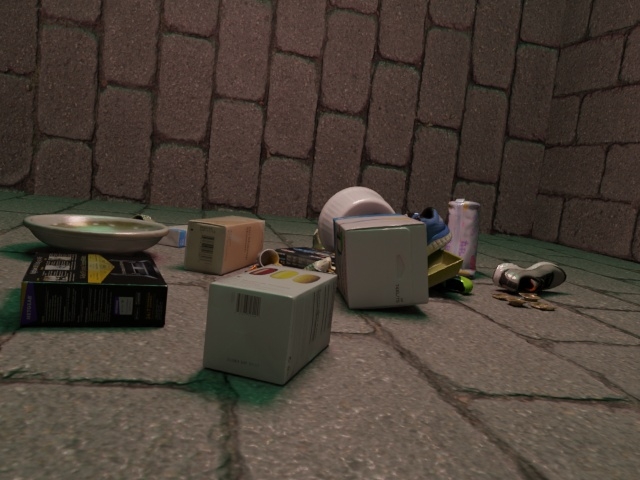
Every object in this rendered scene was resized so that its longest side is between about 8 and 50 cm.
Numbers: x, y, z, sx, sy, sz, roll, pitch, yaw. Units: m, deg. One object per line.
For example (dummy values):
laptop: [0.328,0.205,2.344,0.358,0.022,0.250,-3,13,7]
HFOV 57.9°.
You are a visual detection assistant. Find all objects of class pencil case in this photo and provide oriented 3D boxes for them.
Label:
pencil case: [0.490,-0.005,2.023,0.124,0.273,0.113,9,-4,-42]

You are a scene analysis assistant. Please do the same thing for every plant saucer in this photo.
plant saucer: [0.311,0.096,1.687,0.188,0.045,0.188,-24,9,-2]
plant saucer: [-0.654,-0.006,1.701,0.400,0.100,0.400,7,6,-1]

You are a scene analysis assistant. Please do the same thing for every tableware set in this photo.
tableware set: [0.582,0.171,1.660,0.141,0.020,0.168,6,6,-6]

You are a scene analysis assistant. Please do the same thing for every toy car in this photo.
toy car: [-0.201,0.108,1.503,0.040,0.060,0.122,50,37,6]

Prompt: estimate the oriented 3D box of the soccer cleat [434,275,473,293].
soccer cleat: [0.371,0.120,1.745,0.179,0.060,0.072,14,12,35]

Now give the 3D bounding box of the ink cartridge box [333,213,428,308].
ink cartridge box: [0.146,0.044,1.478,0.197,0.198,0.270,-4,7,-5]

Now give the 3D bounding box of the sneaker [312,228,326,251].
sneaker: [0.000,0.000,2.293,0.064,0.086,0.192,5,7,-8]

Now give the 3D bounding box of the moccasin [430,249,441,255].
moccasin: [0.336,0.063,1.985,0.138,0.116,0.342,-6,11,5]

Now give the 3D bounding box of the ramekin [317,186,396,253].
ramekin: [0.141,-0.039,2.017,0.277,0.277,0.135,4,15,-18]

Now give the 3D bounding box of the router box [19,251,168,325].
router box: [-0.446,0.090,1.148,0.243,0.081,0.309,4,7,-22]

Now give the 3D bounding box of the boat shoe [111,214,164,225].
boat shoe: [-0.639,-0.045,2.064,0.109,0.094,0.302,8,7,15]

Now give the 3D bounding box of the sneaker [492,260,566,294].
sneaker: [0.680,0.131,1.840,0.272,0.100,0.108,-1,23,-25]

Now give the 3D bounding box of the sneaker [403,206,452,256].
sneaker: [0.261,0.001,1.743,0.130,0.147,0.330,-14,17,49]

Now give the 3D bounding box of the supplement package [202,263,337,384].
supplement package: [-0.073,0.126,0.958,0.139,0.133,0.244,8,7,16]

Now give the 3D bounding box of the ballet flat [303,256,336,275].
ballet flat: [0.043,0.080,1.710,0.188,0.070,0.070,6,7,5]

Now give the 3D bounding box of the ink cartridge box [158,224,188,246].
ink cartridge box: [-0.500,-0.017,2.099,0.104,0.060,0.180,8,7,22]

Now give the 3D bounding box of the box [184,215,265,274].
box: [-0.281,0.007,1.746,0.121,0.148,0.311,8,8,14]

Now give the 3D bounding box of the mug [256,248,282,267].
mug: [-0.165,0.064,1.795,0.062,0.078,0.064,-33,13,-22]

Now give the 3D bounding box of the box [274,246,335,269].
box: [-0.015,0.065,1.883,0.220,0.051,0.175,11,8,33]
